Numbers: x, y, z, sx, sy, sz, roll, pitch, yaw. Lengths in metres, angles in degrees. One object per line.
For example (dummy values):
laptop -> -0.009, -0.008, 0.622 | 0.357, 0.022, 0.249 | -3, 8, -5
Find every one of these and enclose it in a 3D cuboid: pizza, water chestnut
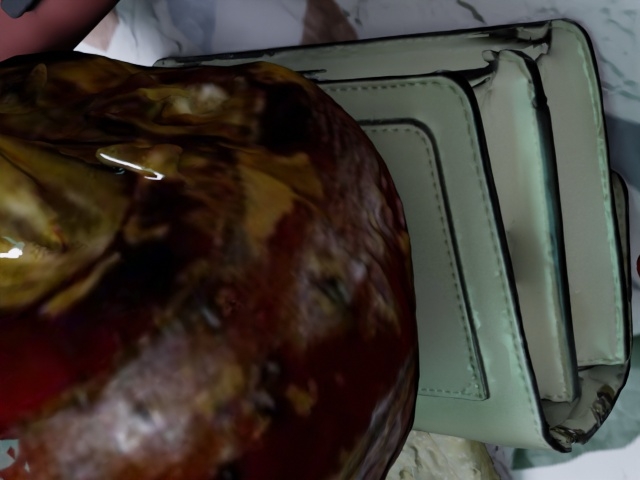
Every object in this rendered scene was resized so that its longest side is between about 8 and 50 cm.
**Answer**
pizza -> 0.066, 0.205, 0.948 | 0.181, 0.034, 0.262 | -21, 125, 22
water chestnut -> -0.126, 0.028, 0.590 | 0.335, 0.335, 0.347 | 5, 133, 36

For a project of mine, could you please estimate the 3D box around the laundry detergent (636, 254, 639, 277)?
laundry detergent -> 0.237, -0.015, 0.685 | 0.097, 0.049, 0.165 | 39, 142, 0

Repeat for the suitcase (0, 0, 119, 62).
suitcase -> -0.176, -0.194, 0.729 | 0.161, 0.236, 0.297 | 43, 140, -14

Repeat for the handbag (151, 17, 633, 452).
handbag -> 0.000, 0.000, 0.793 | 0.358, 0.160, 0.237 | 1, 108, 38
